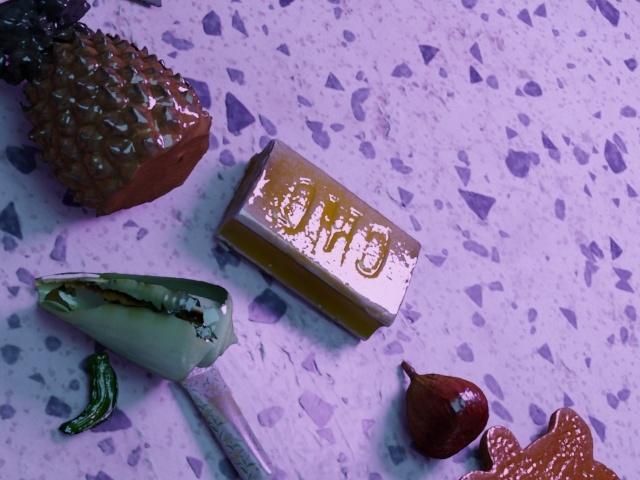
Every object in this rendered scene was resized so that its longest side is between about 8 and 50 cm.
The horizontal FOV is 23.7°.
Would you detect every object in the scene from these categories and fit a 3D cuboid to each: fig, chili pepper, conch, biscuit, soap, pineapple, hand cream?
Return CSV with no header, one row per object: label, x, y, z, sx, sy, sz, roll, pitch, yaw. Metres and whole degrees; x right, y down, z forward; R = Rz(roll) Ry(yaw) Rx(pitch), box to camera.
fig,0.167,0.224,2.136,0.119,0.119,0.153,-20,77,-41
chili pepper,-0.280,0.197,1.892,0.055,0.035,0.118,24,63,-8
conch,-0.219,0.092,1.910,0.250,0.137,0.143,25,21,-29
biscuit,0.298,0.359,2.198,0.324,0.049,0.205,-21,77,-41
soap,0.000,0.000,2.161,0.274,0.089,0.173,35,49,-16
pineapple,-0.317,-0.212,1.994,0.357,0.223,0.223,48,47,11
hand cream,-0.113,0.247,1.975,0.067,0.042,0.194,-23,76,-40

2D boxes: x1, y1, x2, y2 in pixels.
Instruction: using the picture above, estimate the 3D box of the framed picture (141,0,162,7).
framed picture,-0.348,-0.464,2.218,0.274,0.017,0.217,18,56,-27
